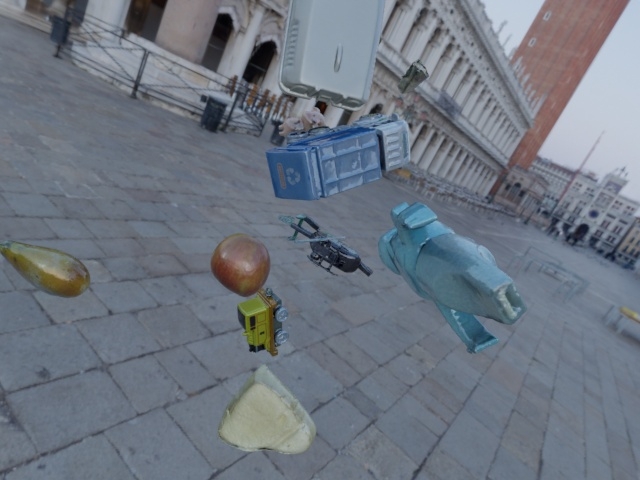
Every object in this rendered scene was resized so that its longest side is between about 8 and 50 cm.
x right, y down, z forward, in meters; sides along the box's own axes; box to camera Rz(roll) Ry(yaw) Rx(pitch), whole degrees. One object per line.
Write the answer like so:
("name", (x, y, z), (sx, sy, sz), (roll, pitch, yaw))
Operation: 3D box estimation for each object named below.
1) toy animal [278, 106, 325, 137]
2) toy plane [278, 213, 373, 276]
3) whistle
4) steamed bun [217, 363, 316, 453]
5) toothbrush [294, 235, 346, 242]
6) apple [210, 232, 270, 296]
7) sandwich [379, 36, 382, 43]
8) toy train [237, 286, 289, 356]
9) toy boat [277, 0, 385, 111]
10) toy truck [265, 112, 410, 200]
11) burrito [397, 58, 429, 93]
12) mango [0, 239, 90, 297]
("toy animal", (-0.049, -0.335, 1.210), (0.150, 0.084, 0.089), (-12, 33, -3))
("toy plane", (0.006, 0.009, 1.409), (0.381, 0.106, 0.155), (30, 19, 17))
("whistle", (0.144, 0.027, 0.502), (0.186, 0.093, 0.274), (58, -2, -16))
("steamed bun", (-0.113, 0.414, 0.987), (0.212, 0.231, 0.110), (35, 23, -5))
("toothbrush", (0.000, 0.000, 1.301), (0.167, 0.014, 0.011), (-5, 21, -14))
("apple", (-0.366, 0.103, 1.975), (0.301, 0.302, 0.301), (24, 16, -8))
("sandwich", (0.111, -0.882, 1.878), (0.301, 0.271, 0.099), (7, 43, -54))
("toy train", (-0.159, 0.229, 1.140), (0.127, 0.220, 0.089), (-14, 30, -30))
("toy boat", (0.018, -0.319, 0.572), (0.140, 0.270, 0.141), (4, -7, 1))
("toy truck", (0.051, -0.204, 1.010), (0.367, 0.146, 0.175), (-23, 29, -23))
("burrito", (0.236, -0.415, 1.055), (0.055, 0.041, 0.149), (-5, -1, -8))
("mango", (-0.967, 0.097, 1.455), (0.316, 0.193, 0.146), (26, 54, -7))
